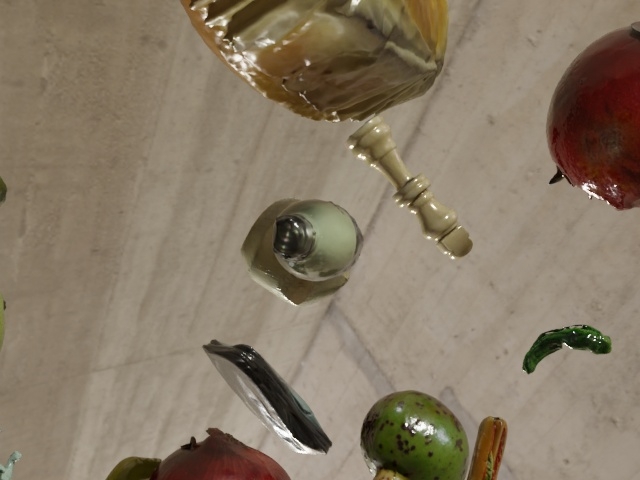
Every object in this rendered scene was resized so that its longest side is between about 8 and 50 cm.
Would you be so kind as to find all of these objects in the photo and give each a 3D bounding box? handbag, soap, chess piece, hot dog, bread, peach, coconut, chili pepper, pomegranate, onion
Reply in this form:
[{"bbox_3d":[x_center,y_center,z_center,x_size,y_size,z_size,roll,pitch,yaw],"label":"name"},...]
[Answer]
[{"bbox_3d":[-0.107,0.330,1.450,0.192,0.075,0.332,-6,-53,54],"label":"handbag"},{"bbox_3d":[-0.307,0.397,1.146,0.045,0.140,0.089,38,-97,22],"label":"soap"},{"bbox_3d":[0.224,-0.118,1.674,0.397,0.117,0.117,51,-44,4],"label":"chess piece"},{"bbox_3d":[0.422,0.560,1.755,0.062,0.092,0.235,11,-89,53],"label":"hot dog"},{"bbox_3d":[-0.003,-0.254,0.698,0.183,0.389,0.235,1,-107,29],"label":"bread"},{"bbox_3d":[0.622,-0.256,1.332,0.335,0.406,0.309,29,-42,32],"label":"peach"},{"bbox_3d":[-0.027,0.021,1.064,0.162,0.161,0.161,35,-51,5],"label":"coconut"},{"bbox_3d":[0.492,0.214,1.406,0.182,0.050,0.073,-17,-95,14],"label":"chili pepper"},{"bbox_3d":[0.150,0.380,1.211,0.202,0.248,0.202,23,-47,26],"label":"pomegranate"},{"bbox_3d":[-0.153,0.400,1.109,0.248,0.248,0.161,36,-72,43],"label":"onion"}]

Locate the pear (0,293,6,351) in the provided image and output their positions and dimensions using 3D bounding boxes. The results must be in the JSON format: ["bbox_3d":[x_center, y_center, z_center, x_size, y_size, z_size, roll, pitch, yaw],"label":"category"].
[{"bbox_3d":[-0.580,0.123,0.757,0.318,0.343,0.238,64,11,-55],"label":"pear"}]

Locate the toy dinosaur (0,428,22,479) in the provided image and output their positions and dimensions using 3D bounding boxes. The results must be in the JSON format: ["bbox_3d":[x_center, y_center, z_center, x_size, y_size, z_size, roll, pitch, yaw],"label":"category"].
[{"bbox_3d":[-0.476,0.348,1.019,0.082,0.039,0.209,-51,-143,8],"label":"toy dinosaur"}]

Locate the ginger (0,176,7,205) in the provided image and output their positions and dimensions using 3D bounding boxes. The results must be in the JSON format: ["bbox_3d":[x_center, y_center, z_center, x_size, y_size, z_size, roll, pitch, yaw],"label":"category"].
[{"bbox_3d":[-0.410,-0.008,0.596,0.137,0.290,0.089,13,-59,29],"label":"ginger"}]

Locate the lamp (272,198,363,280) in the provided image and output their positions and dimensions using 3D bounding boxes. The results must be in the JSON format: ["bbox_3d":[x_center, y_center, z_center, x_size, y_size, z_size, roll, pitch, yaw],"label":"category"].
[{"bbox_3d":[0.000,0.000,0.846,0.101,0.250,0.101,0,-91,18],"label":"lamp"}]
